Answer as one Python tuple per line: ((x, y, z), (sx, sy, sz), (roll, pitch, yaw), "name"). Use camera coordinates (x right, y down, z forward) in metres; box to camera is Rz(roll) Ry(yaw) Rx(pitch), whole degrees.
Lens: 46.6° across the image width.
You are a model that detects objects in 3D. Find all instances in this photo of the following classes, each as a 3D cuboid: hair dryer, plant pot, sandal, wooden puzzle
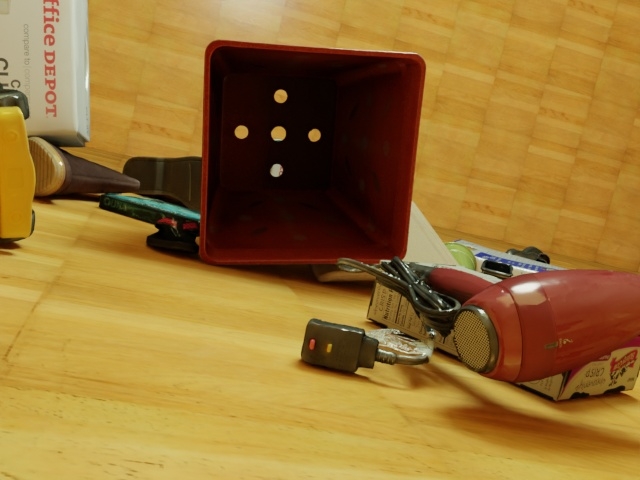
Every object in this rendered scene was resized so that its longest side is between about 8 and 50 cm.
((0.140, 0.041, 0.619), (0.294, 0.080, 0.223), (5, 22, 14), "hair dryer")
((0.204, 0.054, 1.132), (0.083, 0.083, 0.079), (13, 18, -4), "plant pot")
((-0.037, -0.129, 1.007), (0.268, 0.267, 0.236), (0, 16, -15), "plant pot")
((-0.191, -0.013, 0.983), (0.067, 0.040, 0.179), (13, 6, -11), "sandal")
((0.071, 0.002, 1.091), (0.221, 0.044, 0.238), (0, 29, -19), "wooden puzzle")

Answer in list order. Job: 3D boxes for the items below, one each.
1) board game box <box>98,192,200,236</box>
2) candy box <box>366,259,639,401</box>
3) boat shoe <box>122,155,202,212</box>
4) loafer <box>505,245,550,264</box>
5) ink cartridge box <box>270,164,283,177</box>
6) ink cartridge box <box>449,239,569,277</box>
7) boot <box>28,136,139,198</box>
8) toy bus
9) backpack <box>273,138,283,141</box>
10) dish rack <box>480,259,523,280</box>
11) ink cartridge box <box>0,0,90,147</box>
((-0.245, -0.042, 1.209), (0.186, 0.026, 0.126), (16, 7, 20), "board game box")
((0.186, 0.085, 0.762), (0.159, 0.071, 0.233), (6, 10, -44), "candy box")
((-0.261, -0.123, 1.540), (0.308, 0.110, 0.104), (17, 8, 27), "boat shoe")
((0.477, 0.065, 1.685), (0.078, 0.080, 0.220), (29, 18, 32), "loafer")
((-0.016, -0.083, 1.527), (0.209, 0.152, 0.087), (12, 7, -9), "ink cartridge box")
((0.395, 0.070, 1.448), (0.308, 0.072, 0.304), (13, 6, 17), "ink cartridge box")
((-0.390, -0.112, 1.221), (0.207, 0.090, 0.248), (6, 5, -39), "boot")
((-0.400, -0.079, 0.718), (0.212, 0.149, 0.220), (-7, 20, -37), "toy bus")
((-0.116, -0.168, 1.929), (0.166, 0.188, 0.144), (11, 6, -16), "backpack")
((0.346, 0.098, 1.014), (0.272, 0.074, 0.208), (15, 7, 13), "dish rack")
((-0.578, -0.296, 1.192), (0.385, 0.279, 0.160), (-1, 1, -12), "ink cartridge box")
